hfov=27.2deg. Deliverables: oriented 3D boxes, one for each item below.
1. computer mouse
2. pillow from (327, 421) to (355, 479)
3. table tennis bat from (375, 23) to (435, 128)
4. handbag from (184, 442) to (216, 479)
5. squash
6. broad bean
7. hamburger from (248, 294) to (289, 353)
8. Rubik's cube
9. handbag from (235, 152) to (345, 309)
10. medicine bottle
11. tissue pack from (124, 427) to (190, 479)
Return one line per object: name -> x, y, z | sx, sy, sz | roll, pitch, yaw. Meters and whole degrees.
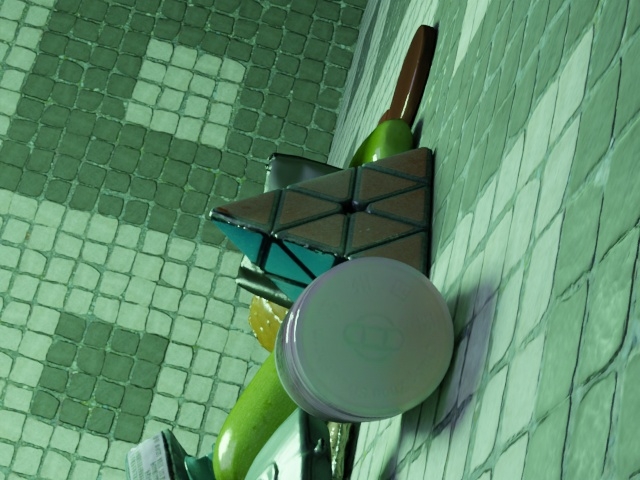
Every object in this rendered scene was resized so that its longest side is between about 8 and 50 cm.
computer mouse -> -0.046, 0.343, 1.469 | 0.188, 0.122, 0.371 | -95, 11, -50
pillow -> 0.006, 0.316, 1.788 | 0.232, 0.043, 0.126 | 106, -178, -52
table tennis bat -> 0.130, -0.228, 2.167 | 0.310, 0.038, 0.200 | 113, 172, -61
handbag -> -0.129, 0.431, 2.027 | 0.229, 0.062, 0.179 | 62, 176, 20
squash -> -0.066, 0.258, 1.819 | 0.247, 0.132, 0.132 | -52, -11, -36
broad bean -> 0.095, -0.115, 1.996 | 0.174, 0.082, 0.124 | 128, 159, -54
hamburger -> -0.014, 0.093, 2.098 | 0.283, 0.144, 0.156 | -60, 44, 43
Rubik's cube -> 0.043, 0.015, 1.636 | 0.228, 0.233, 0.229 | -33, 68, 24
handbag -> 0.000, 0.000, 1.960 | 0.080, 0.247, 0.223 | 13, -85, -53
medicine bottle -> 0.036, 0.103, 1.299 | 0.254, 0.152, 0.152 | 128, 157, -80
tissue pack -> -0.196, 0.485, 2.037 | 0.259, 0.122, 0.361 | 61, -178, -25
